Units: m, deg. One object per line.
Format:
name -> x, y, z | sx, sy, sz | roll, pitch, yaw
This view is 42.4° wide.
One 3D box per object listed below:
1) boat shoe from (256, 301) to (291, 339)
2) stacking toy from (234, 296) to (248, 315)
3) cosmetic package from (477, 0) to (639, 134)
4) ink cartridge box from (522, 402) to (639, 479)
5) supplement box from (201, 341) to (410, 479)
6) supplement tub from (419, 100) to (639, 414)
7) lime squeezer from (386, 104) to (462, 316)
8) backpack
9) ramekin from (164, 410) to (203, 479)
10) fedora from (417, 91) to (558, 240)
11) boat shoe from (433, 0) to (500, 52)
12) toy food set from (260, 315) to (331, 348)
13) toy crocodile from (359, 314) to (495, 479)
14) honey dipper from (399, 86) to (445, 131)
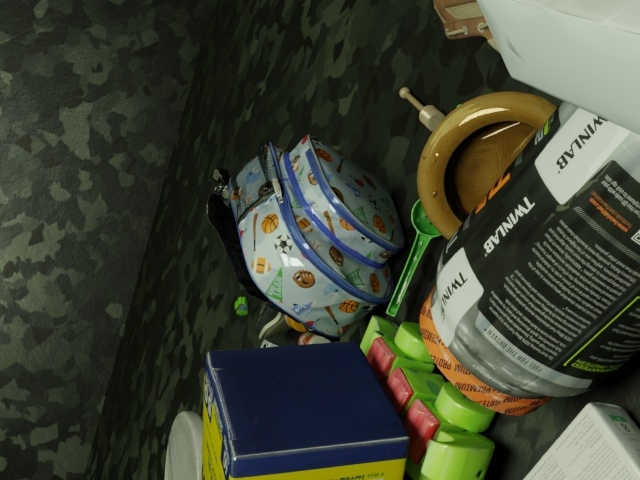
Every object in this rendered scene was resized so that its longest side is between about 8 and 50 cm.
boat shoe -> -0.064, 0.102, 1.411 | 0.079, 0.084, 0.233 | 63, 153, 21
stacking toy -> -0.117, 0.032, 1.667 | 0.221, 0.052, 0.167 | -53, 29, 43
cosmetic package -> 0.327, -0.211, 0.529 | 0.377, 0.097, 0.284 | -34, 31, -1
ink cartridge box -> 0.250, 0.281, 0.697 | 0.181, 0.056, 0.225 | -60, 37, 27
supplement box -> -0.036, 0.326, 0.981 | 0.194, 0.195, 0.357 | -122, 33, -60
supplement tub -> 0.232, 0.004, 0.722 | 0.316, 0.193, 0.194 | -55, 29, 35
lime squeezer -> 0.142, -0.053, 1.060 | 0.058, 0.110, 0.311 | 34, 128, 24
backpack -> 0.000, 0.000, 1.199 | 0.213, 0.276, 0.264 | -40, 42, 32
ramekin -> -0.179, 0.425, 1.400 | 0.273, 0.127, 0.273 | -175, 90, -69
fedora -> 0.206, -0.077, 0.930 | 0.194, 0.194, 0.079 | -61, -8, 27
boat shoe -> 0.253, -0.281, 0.990 | 0.324, 0.123, 0.117 | 33, 139, 57
toy food set -> -0.066, 0.218, 1.349 | 0.104, 0.111, 0.232 | 9, 76, 68
toy crocodile -> 0.110, 0.187, 0.983 | 0.115, 0.105, 0.340 | -66, 24, 17
honey dipper -> 0.148, -0.203, 1.250 | 0.031, 0.030, 0.161 | -66, 23, 18
